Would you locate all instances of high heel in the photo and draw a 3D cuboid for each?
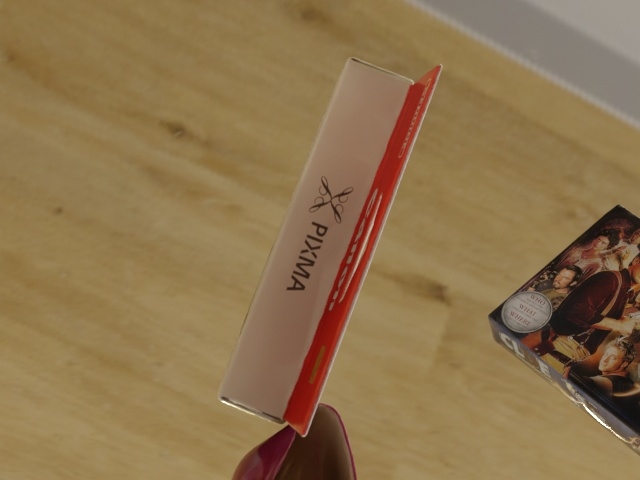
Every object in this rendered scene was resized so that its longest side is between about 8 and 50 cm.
[{"bbox_3d":[-0.008,0.224,1.186,0.127,0.377,0.181,27,-91,-18],"label":"high heel"}]

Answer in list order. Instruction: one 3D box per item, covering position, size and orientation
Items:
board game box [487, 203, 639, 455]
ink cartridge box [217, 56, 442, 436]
[{"bbox_3d":[0.284,0.089,1.418,0.165,0.243,0.042,-39,-38,-15],"label":"board game box"},{"bbox_3d":[0.000,0.000,1.335,0.066,0.261,0.296,21,-94,-3],"label":"ink cartridge box"}]
